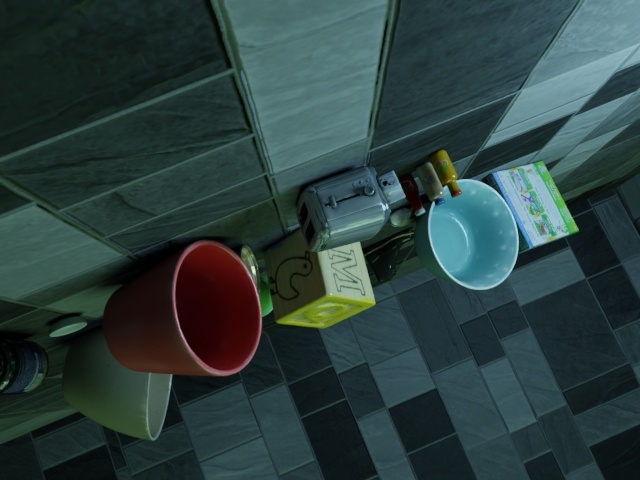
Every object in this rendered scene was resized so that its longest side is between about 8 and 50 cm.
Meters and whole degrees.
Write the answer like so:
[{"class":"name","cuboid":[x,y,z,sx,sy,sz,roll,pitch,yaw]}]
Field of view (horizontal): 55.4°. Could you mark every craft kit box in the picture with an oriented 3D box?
[{"class":"craft kit box","cuboid":[0.635,-0.106,1.841,0.247,0.250,0.061,-15,166,-31]}]

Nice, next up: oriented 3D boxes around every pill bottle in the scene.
[{"class":"pill bottle","cuboid":[-0.688,0.271,1.308,0.123,0.123,0.219,-22,168,-4]}]

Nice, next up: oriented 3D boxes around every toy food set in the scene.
[{"class":"toy food set","cuboid":[0.193,-0.100,1.366,0.232,0.104,0.111,-24,169,6]}]

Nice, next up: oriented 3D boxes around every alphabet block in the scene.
[{"class":"alphabet block","cuboid":[-0.004,0.094,1.535,0.192,0.197,0.193,-32,149,34]}]

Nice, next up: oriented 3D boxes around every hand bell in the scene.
[{"class":"hand bell","cuboid":[-0.276,0.097,1.434,0.242,0.126,0.126,-12,170,9]}]

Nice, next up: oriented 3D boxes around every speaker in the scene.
[{"class":"speaker","cuboid":[-0.228,0.158,1.675,0.131,0.131,0.296,-27,168,18]}]

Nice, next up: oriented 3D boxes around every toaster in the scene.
[{"class":"toaster","cuboid":[0.038,-0.055,1.230,0.146,0.129,0.227,-17,170,-12]}]

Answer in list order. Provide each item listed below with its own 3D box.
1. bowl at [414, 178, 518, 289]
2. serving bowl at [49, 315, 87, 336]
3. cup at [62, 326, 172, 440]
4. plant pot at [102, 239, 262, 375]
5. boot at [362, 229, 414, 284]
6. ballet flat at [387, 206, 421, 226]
[{"class":"bowl","cuboid":[0.393,-0.004,1.747,0.311,0.311,0.163,-17,177,-27]},{"class":"serving bowl","cuboid":[-0.581,0.193,1.396,0.083,0.027,0.083,-23,168,-5]},{"class":"cup","cuboid":[-0.538,0.354,1.620,0.237,0.331,0.331,3,166,-4]},{"class":"plant pot","cuboid":[-0.298,0.160,1.269,0.243,0.275,0.275,-16,173,28]},{"class":"boot","cuboid":[0.262,0.056,2.137,0.198,0.137,0.077,-26,168,10]},{"class":"ballet flat","cuboid":[0.247,-0.076,1.757,0.168,0.057,0.052,-12,135,-55]}]
